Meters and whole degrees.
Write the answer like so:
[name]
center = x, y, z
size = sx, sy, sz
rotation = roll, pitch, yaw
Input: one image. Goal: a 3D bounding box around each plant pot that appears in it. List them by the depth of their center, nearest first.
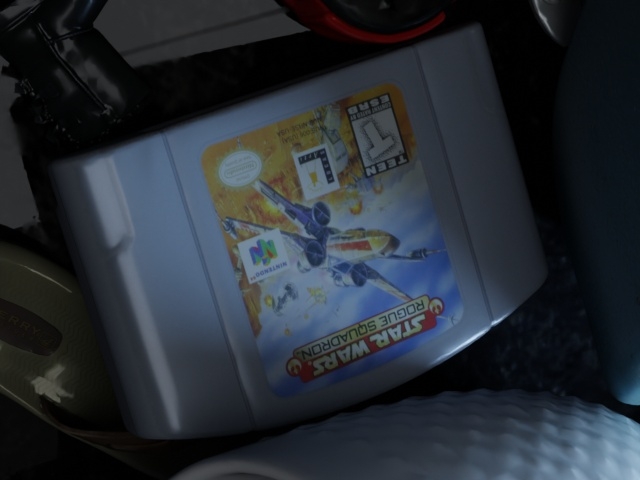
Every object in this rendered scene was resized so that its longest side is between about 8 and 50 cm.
[plant pot]
center = 0.270, -0.023, 1.070
size = 0.248, 0.247, 0.252
rotation = 1, 146, -18

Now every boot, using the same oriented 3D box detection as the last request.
[boot]
center = -0.133, -0.118, 1.035
size = 0.121, 0.045, 0.099
rotation = -35, 110, 2

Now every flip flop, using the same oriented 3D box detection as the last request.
[flip flop]
center = -0.118, 0.084, 1.076
size = 0.277, 0.080, 0.112
rotation = 29, 95, -22

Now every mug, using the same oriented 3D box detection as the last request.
[mug]
center = 0.067, 0.257, 1.088
size = 0.328, 0.276, 0.374
rotation = -13, 146, -44

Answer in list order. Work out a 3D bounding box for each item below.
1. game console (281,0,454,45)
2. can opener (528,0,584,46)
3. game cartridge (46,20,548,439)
[game console]
center = 0.019, -0.342, 1.022
size = 0.386, 0.060, 0.342
rotation = 44, 84, -23
[can opener]
center = 0.261, -0.193, 1.116
size = 0.280, 0.093, 0.074
rotation = -19, 102, -14
[game cartridge]
center = 0.000, 0.000, 1.059
size = 0.297, 0.062, 0.198
rotation = -22, 96, -25
